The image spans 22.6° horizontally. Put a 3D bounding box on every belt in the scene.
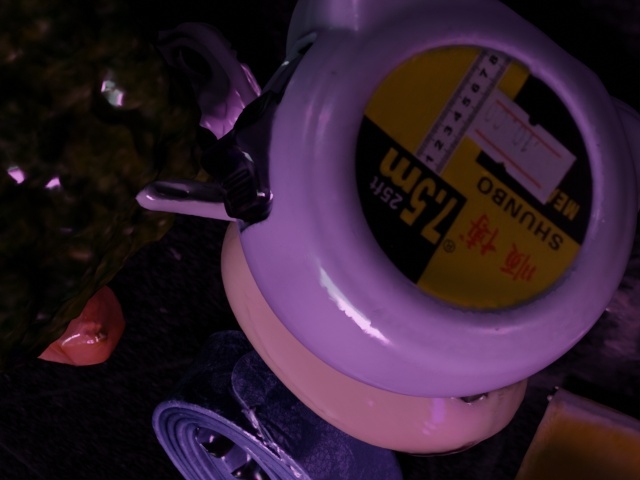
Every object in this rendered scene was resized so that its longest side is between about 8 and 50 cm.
[{"bbox_3d":[-0.027,0.138,1.057,0.141,0.082,0.190,4,138,42],"label":"belt"}]

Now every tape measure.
[{"bbox_3d":[0.042,-0.024,0.702,0.196,0.178,0.105,41,158,-11],"label":"tape measure"}]

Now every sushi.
[{"bbox_3d":[-0.232,-0.100,0.780,0.352,0.178,0.294,49,161,-8],"label":"sushi"}]

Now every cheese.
[{"bbox_3d":[0.000,0.000,0.857,0.163,0.082,0.286,-5,130,43],"label":"cheese"}]

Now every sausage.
[{"bbox_3d":[-0.199,0.047,1.106,0.169,0.065,0.065,10,141,32],"label":"sausage"}]

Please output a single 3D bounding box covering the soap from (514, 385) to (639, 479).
[{"bbox_3d":[0.242,0.277,0.934,0.338,0.169,0.304,24,146,17],"label":"soap"}]
